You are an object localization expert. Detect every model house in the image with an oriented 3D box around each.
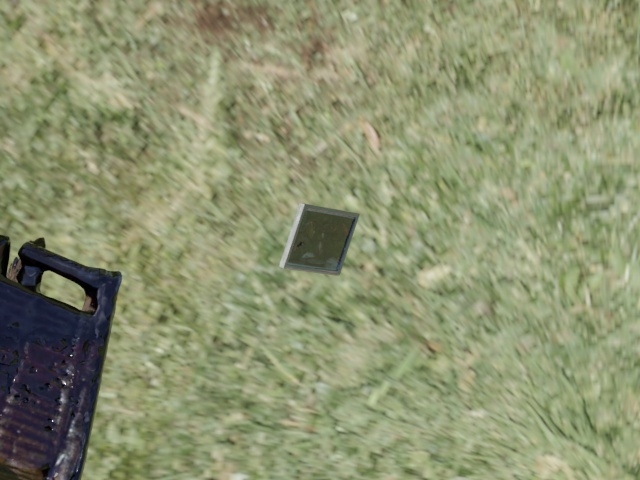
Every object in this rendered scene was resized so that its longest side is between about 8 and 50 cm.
[{"bbox_3d":[-0.392,0.163,1.737,0.282,0.317,0.297,17,49,-21],"label":"model house"}]

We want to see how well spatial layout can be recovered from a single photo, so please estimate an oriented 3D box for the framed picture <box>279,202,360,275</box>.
[{"bbox_3d":[0.000,0.000,1.626,0.006,0.089,0.066,24,99,37],"label":"framed picture"}]
